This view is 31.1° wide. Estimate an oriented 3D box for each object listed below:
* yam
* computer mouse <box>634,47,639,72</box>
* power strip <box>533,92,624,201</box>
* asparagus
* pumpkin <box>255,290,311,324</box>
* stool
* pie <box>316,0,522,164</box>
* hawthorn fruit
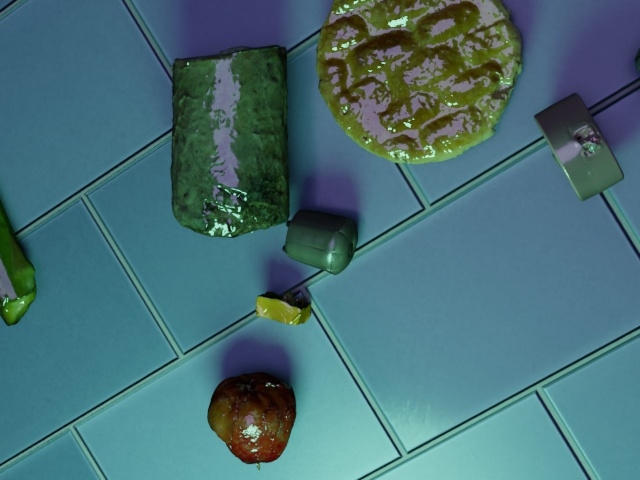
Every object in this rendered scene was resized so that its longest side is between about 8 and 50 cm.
[{"bbox_3d":[-0.144,-0.159,1.816,0.195,0.195,0.300,1,96,13],"label":"yam"},{"bbox_3d":[0.595,-0.180,1.666,0.188,0.122,0.371,-25,104,22],"label":"computer mouse"},{"bbox_3d":[0.384,-0.138,1.714,0.078,0.154,0.154,-29,90,13],"label":"power strip"},{"bbox_3d":[-0.571,-0.020,1.991,0.085,0.082,0.343,-15,94,50],"label":"asparagus"},{"bbox_3d":[-0.060,0.108,1.890,0.083,0.074,0.054,17,95,10],"label":"pumpkin"},{"bbox_3d":[0.000,0.000,1.855,0.110,0.096,0.096,16,101,16],"label":"stool"},{"bbox_3d":[0.149,-0.283,1.791,0.339,0.083,0.339,2,99,10],"label":"pie"},{"bbox_3d":[-0.111,0.302,1.899,0.148,0.148,0.172,1,116,13],"label":"hawthorn fruit"}]
